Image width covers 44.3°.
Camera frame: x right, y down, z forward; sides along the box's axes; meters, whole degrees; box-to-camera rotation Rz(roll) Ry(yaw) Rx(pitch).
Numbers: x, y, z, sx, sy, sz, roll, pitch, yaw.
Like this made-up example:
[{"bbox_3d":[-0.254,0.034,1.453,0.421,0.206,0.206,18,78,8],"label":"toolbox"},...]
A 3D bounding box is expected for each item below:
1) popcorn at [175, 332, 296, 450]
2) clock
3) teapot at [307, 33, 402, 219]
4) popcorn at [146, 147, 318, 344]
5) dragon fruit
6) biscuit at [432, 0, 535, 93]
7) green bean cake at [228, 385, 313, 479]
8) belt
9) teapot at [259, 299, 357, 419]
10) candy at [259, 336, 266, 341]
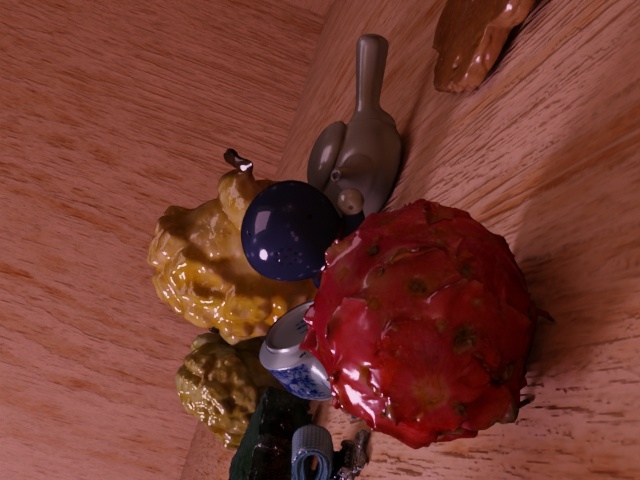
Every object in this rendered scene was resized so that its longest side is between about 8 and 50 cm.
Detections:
[{"bbox_3d":[-0.149,0.282,1.480,0.195,0.256,0.255,-60,41,15],"label":"popcorn"},{"bbox_3d":[0.000,0.000,1.192,0.146,0.243,0.200,-88,22,-53],"label":"clock"},{"bbox_3d":[0.071,-0.186,1.424,0.220,0.149,0.318,137,149,-67],"label":"teapot"},{"bbox_3d":[-0.142,-0.002,1.416,0.349,0.349,0.382,-84,-3,-52],"label":"popcorn"},{"bbox_3d":[0.093,0.061,0.704,0.210,0.205,0.268,-20,15,32],"label":"dragon fruit"},{"bbox_3d":[0.233,-0.333,1.101,0.376,0.051,0.269,-177,103,-81],"label":"biscuit"},{"bbox_3d":[-0.076,0.373,1.294,0.208,0.107,0.193,-101,34,-69],"label":"green bean cake"},{"bbox_3d":[0.004,0.326,1.086,0.065,0.100,0.179,-83,1,-48],"label":"belt"},{"bbox_3d":[0.001,0.179,1.187,0.232,0.159,0.159,-132,61,-68],"label":"teapot"},{"bbox_3d":[-0.113,0.104,1.768,0.427,0.186,0.386,-88,14,-51],"label":"candy"}]
